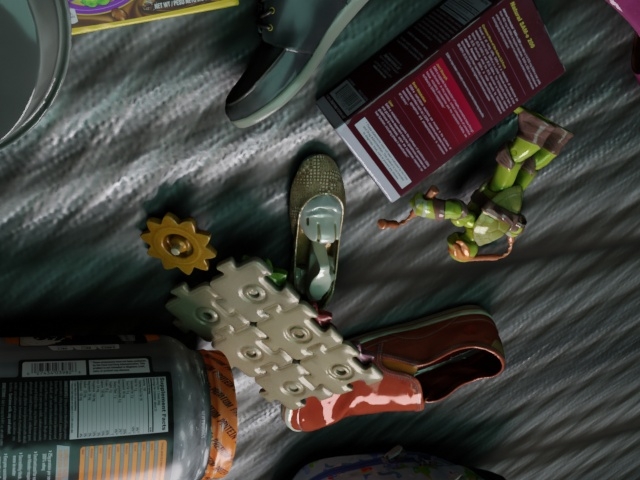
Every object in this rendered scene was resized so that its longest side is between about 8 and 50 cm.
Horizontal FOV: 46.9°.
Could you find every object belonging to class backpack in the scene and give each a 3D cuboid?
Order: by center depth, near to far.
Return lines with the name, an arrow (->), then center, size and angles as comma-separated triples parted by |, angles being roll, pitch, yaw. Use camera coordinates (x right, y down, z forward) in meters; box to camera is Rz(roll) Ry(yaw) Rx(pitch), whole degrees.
backpack -> 0.098, 0.464, 1.140 | 0.356, 0.273, 0.290 | -3, 129, -46

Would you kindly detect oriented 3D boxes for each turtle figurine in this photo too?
turtle figurine -> 0.204, -0.053, 0.883 | 0.270, 0.087, 0.217 | 12, 115, -42

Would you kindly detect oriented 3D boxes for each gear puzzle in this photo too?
gear puzzle -> -0.085, 0.083, 0.887 | 0.176, 0.044, 0.339 | -27, 122, 32

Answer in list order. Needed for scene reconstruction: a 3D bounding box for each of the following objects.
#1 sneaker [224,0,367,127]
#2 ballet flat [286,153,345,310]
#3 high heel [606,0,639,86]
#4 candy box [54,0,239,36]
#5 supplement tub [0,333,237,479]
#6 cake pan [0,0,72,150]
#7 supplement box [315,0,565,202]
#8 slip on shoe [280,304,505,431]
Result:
sneaker -> -0.045, -0.221, 0.699 | 0.118, 0.083, 0.222 | 35, 98, -29
ballet flat -> 0.000, 0.000, 0.870 | 0.073, 0.067, 0.206 | -9, 126, -16
high heel -> 0.318, -0.268, 0.813 | 0.182, 0.127, 0.377 | -8, 136, 19
candy box -> -0.181, -0.244, 0.653 | 0.206, 0.027, 0.105 | -15, 125, -12
supplement tub -> -0.265, 0.203, 0.827 | 0.316, 0.193, 0.193 | 3, 122, -23
cake pan -> -0.356, -0.174, 0.596 | 0.293, 0.054, 0.293 | -7, 127, -9
supplement box -> 0.131, -0.167, 0.801 | 0.239, 0.073, 0.130 | -36, 129, 7
slip on shoe -> 0.104, 0.190, 1.024 | 0.332, 0.101, 0.123 | -19, 130, -7
